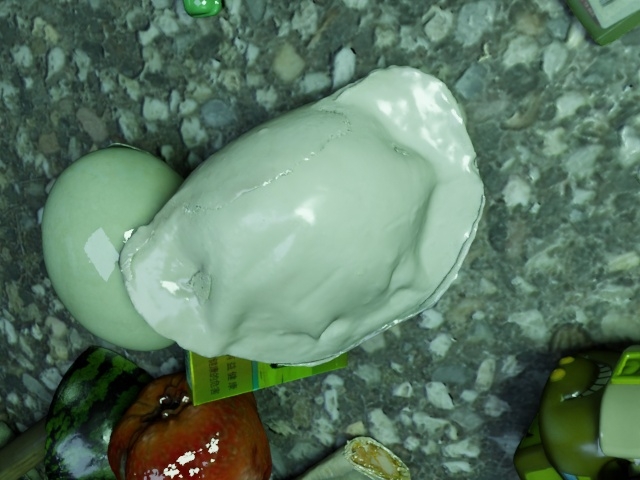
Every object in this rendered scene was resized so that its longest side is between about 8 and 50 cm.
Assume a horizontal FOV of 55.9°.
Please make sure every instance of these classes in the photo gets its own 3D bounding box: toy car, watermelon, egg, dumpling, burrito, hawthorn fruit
[{"bbox_3d":[0.291,0.229,0.610,0.198,0.204,0.247,-13,108,47],"label":"toy car"},{"bbox_3d":[-0.306,0.241,0.865,0.137,0.193,0.145,27,127,60],"label":"watermelon"},{"bbox_3d":[-0.215,0.015,0.696,0.187,0.186,0.253,2,115,20],"label":"egg"},{"bbox_3d":[-0.003,0.002,0.606,0.260,0.341,0.181,57,155,-15],"label":"dumpling"},{"bbox_3d":[0.005,0.330,0.806,0.226,0.060,0.087,-36,100,27],"label":"burrito"},{"bbox_3d":[-0.151,0.295,0.783,0.207,0.207,0.243,-10,121,23],"label":"hawthorn fruit"}]

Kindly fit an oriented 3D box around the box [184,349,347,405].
[{"bbox_3d":[-0.058,0.110,0.694,0.193,0.030,0.121,-9,114,-24],"label":"box"}]

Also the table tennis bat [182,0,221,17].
[{"bbox_3d":[-0.143,-0.361,0.612,0.160,0.039,0.257,-3,107,19],"label":"table tennis bat"}]

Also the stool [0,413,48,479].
[{"bbox_3d":[-0.447,0.433,0.890,0.226,0.310,0.310,-20,103,16],"label":"stool"}]

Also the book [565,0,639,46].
[{"bbox_3d":[0.282,-0.310,0.443,0.289,0.026,0.201,-34,95,41],"label":"book"}]
